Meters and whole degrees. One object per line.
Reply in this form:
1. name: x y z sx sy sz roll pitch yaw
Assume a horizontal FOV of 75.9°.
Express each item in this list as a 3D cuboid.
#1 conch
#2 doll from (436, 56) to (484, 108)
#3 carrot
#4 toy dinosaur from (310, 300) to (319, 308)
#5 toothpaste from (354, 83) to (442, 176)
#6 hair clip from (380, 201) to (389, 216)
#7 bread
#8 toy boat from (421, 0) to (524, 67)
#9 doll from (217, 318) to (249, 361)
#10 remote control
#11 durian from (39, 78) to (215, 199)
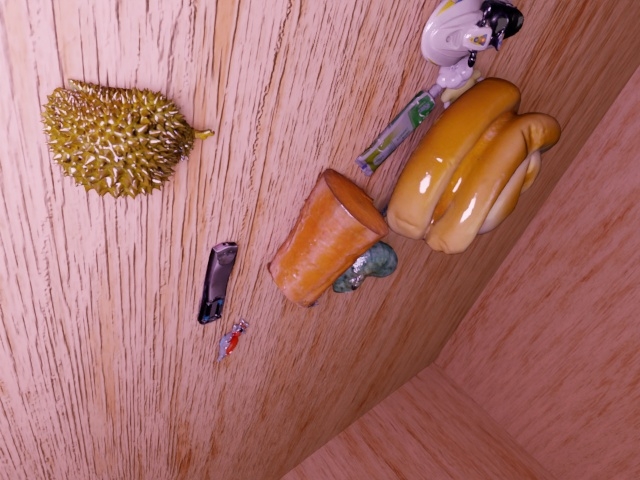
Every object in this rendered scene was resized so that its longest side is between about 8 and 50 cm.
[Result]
1. conch: 0.121 0.062 1.131 0.188 0.121 0.176 -14 157 -40
2. doll: 0.318 -0.358 0.938 0.106 0.062 0.162 -37 156 17
3. carrot: 0.000 0.000 0.890 0.254 0.196 0.196 -46 152 21
4. toy dinosaur: -0.022 0.107 1.060 0.082 0.039 0.208 -32 136 -30
5. toothpaste: 0.175 -0.248 0.912 0.248 0.047 0.078 -47 146 5
6. hair clip: 0.225 -0.143 1.101 0.066 0.036 0.229 16 114 -49
7. bread: 0.327 -0.151 0.919 0.424 0.245 0.329 -46 174 -21
8. toy boat: 0.304 -0.413 0.797 0.269 0.141 0.140 -43 153 -36
9. doll: -0.219 0.243 0.997 0.114 0.039 0.057 -54 -176 -14
10. remote control: -0.211 0.091 0.837 0.059 0.028 0.212 -15 137 -41
11. durian: -0.221 -0.117 0.519 0.208 0.102 0.146 -20 135 -44
